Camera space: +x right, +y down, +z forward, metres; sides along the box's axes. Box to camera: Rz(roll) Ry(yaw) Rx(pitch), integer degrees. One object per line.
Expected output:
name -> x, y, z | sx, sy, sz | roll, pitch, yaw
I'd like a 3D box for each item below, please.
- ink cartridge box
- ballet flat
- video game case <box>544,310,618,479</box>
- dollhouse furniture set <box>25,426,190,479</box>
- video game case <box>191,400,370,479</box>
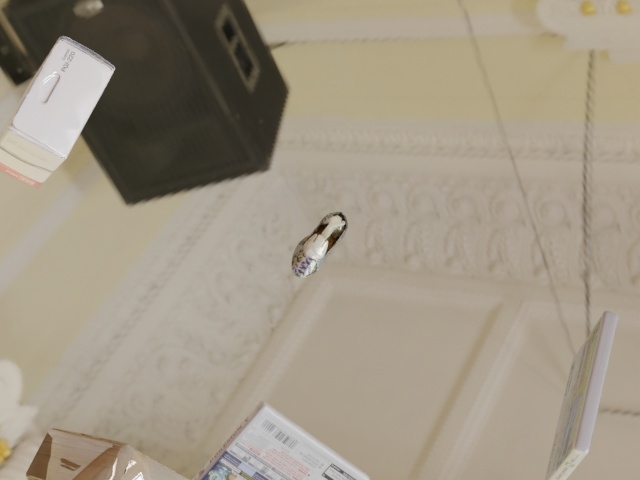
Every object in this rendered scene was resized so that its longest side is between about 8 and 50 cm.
ink cartridge box -> -0.388, -0.178, 1.636 | 0.159, 0.092, 0.218 | -66, -164, -18
ballet flat -> 0.000, 0.000, 1.411 | 0.041, 0.041, 0.114 | 3, -143, 33
video game case -> 0.369, 0.231, 1.630 | 0.023, 0.193, 0.212 | 17, -117, 6
dollhouse furniture set -> -0.245, 0.442, 1.243 | 0.362, 0.256, 0.394 | -2, -123, 51
video game case -> -0.063, 0.338, 1.549 | 0.183, 0.201, 0.023 | -49, -157, 5
